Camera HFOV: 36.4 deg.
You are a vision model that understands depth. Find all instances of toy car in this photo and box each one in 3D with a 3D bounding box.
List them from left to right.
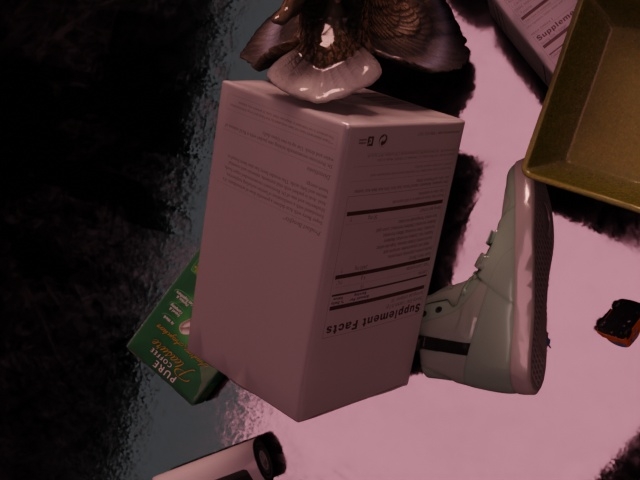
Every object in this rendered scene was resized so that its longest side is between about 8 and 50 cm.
[{"bbox_3d":[0.290,0.092,1.056,0.122,0.060,0.041,2,132,29],"label":"toy car"}]

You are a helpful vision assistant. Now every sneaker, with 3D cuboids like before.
[{"bbox_3d":[0.167,0.033,1.051,0.151,0.094,0.256,0,76,29],"label":"sneaker"}]

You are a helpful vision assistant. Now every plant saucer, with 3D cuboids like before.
[{"bbox_3d":[0.295,-0.121,0.879,0.188,0.045,0.188,25,100,44],"label":"plant saucer"}]

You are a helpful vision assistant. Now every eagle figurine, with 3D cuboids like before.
[{"bbox_3d":[0.024,-0.239,0.985,0.225,0.298,0.226,-40,77,1],"label":"eagle figurine"}]

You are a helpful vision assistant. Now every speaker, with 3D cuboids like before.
[{"bbox_3d":[-0.126,0.276,1.125,0.136,0.055,0.055,-22,83,11],"label":"speaker"}]

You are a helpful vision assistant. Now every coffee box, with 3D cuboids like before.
[{"bbox_3d":[-0.130,0.088,1.141,0.113,0.040,0.184,37,95,13],"label":"coffee box"}]

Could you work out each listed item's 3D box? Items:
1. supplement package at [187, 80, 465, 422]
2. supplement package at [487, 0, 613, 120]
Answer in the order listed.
[{"bbox_3d":[0.000,0.000,0.982,0.177,0.175,0.293,26,114,39],"label":"supplement package"},{"bbox_3d":[0.293,-0.201,1.006,0.134,0.139,0.244,-36,81,10],"label":"supplement package"}]
